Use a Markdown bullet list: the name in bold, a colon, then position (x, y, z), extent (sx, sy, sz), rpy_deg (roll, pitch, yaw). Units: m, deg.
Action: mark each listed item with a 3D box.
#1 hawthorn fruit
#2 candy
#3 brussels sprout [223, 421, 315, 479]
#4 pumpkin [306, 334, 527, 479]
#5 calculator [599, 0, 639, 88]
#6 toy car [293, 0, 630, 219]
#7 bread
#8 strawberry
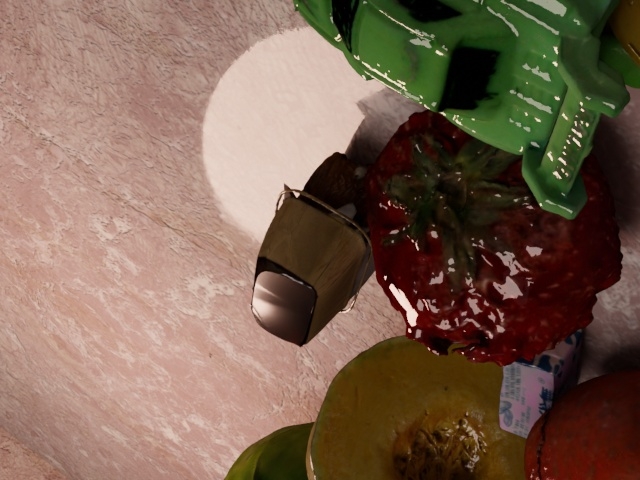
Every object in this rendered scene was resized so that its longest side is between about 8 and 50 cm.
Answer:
- **hawthorn fruit**: position (0.383, 0.259, 1.304), extent (0.276, 0.276, 0.307), rpy_deg (43, 137, -5)
- **candy**: position (0.268, 0.166, 1.448), extent (0.073, 0.092, 0.160), rpy_deg (22, 145, 23)
- **brussels sprout**: position (0.024, 0.456, 1.838), extent (0.425, 0.342, 0.361), rpy_deg (4, 142, 30)
- **pumpkin**: position (0.125, 0.292, 1.568), extent (0.332, 0.332, 0.199), rpy_deg (42, 160, -5)
- **calculator**: position (0.319, -0.184, 0.992), extent (0.146, 0.032, 0.235), rpy_deg (46, 147, -10)
- **toy car**: position (0.114, -0.195, 1.022), extent (0.359, 0.176, 0.213), rpy_deg (31, 147, 15)
- **bread**: position (0.000, 0.000, 1.403), extent (0.142, 0.212, 0.224), rpy_deg (29, 152, 8)
- **strawberry**: position (0.182, -0.004, 1.216), extent (0.274, 0.274, 0.220), rpy_deg (16, 180, 34)
